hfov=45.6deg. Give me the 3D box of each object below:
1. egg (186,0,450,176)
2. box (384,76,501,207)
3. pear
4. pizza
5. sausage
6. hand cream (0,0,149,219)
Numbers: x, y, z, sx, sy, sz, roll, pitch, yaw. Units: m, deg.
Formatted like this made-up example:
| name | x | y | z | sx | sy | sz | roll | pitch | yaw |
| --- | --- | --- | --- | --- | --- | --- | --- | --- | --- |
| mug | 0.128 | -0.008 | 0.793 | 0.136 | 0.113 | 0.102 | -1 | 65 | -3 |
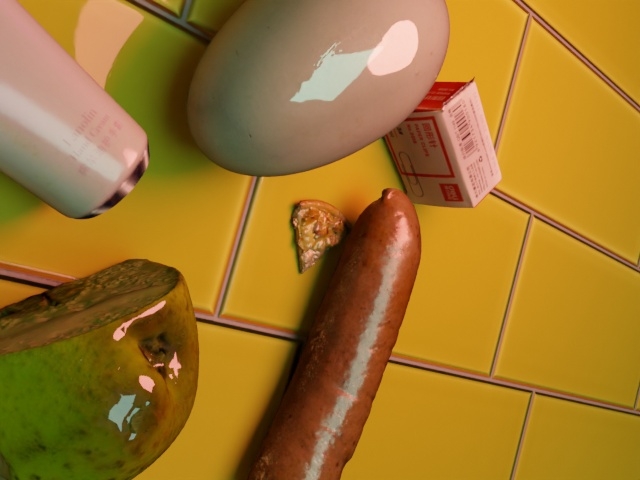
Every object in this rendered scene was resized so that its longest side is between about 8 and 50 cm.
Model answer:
| name | x | y | z | sx | sy | sz | roll | pitch | yaw |
| --- | --- | --- | --- | --- | --- | --- | --- | --- | --- |
| egg | 0.001 | -0.211 | 0.911 | 0.371 | 0.230 | 0.229 | -38 | 121 | -26 |
| box | 0.179 | -0.146 | 1.154 | 0.099 | 0.133 | 0.182 | -44 | 126 | -30 |
| pear | -0.219 | 0.141 | 0.735 | 0.287 | 0.282 | 0.176 | -24 | 105 | -37 |
| pizza | 0.000 | 0.000 | 1.085 | 0.123 | 0.026 | 0.108 | 23 | 83 | -43 |
| sausage | 0.031 | 0.164 | 1.073 | 0.136 | 0.123 | 0.500 | 38 | 72 | -54 |
| hand cream | -0.321 | -0.167 | 0.709 | 0.359 | 0.118 | 0.185 | 44 | 66 | -30 |
